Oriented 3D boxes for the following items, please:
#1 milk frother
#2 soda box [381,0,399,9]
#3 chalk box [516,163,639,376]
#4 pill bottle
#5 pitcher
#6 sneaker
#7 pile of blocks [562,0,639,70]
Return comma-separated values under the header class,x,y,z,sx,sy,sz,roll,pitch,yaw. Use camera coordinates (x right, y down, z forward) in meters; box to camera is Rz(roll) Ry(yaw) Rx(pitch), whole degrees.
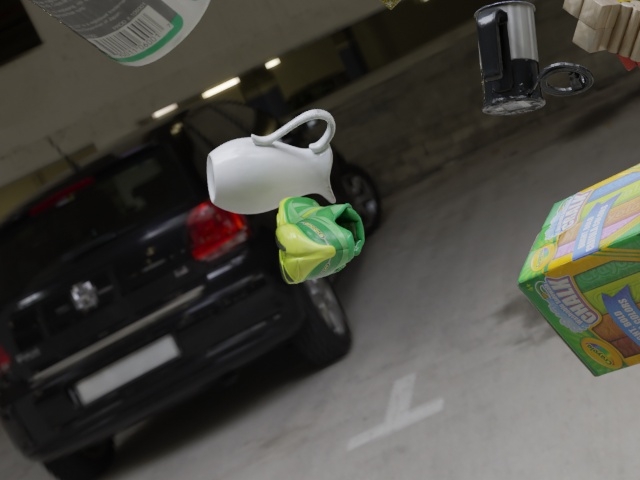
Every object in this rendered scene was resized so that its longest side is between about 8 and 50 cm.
class,x,y,z,sx,sy,sz,roll,pitch,yaw
milk frother,0.276,-0.246,1.336,0.143,0.134,0.129,-6,-7,11
soda box,0.069,-0.453,1.615,0.061,0.181,0.058,-45,12,25
chalk box,0.281,0.029,0.957,0.213,0.132,0.132,-31,18,46
pill bottle,-0.312,-0.386,1.239,0.204,0.361,0.204,-19,56,30
pitcher,-0.077,-0.131,1.671,0.207,0.177,0.125,-6,36,-14
sneaker,0.000,0.000,1.457,0.124,0.109,0.295,-7,13,-1
pile of blocks,0.568,-0.321,1.654,0.362,0.112,0.149,20,38,15
